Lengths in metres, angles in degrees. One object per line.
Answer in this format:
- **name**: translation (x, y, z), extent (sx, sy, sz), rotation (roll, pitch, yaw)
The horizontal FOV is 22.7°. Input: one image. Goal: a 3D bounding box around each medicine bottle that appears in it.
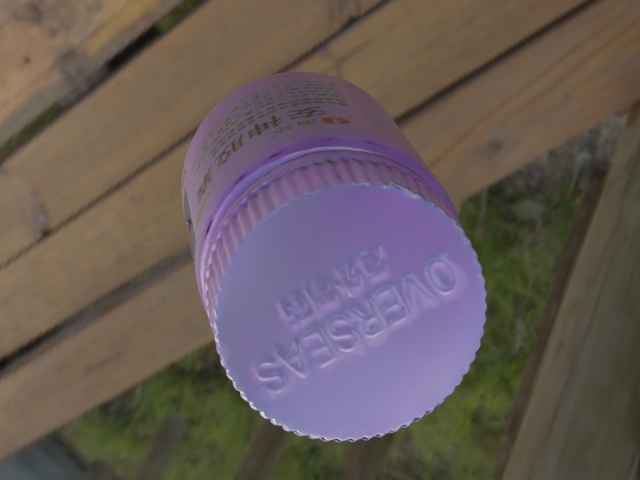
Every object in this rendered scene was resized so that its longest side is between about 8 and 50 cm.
- **medicine bottle**: translation (0.000, 0.000, 1.076), extent (0.178, 0.291, 0.178), rotation (-2, 109, -7)
